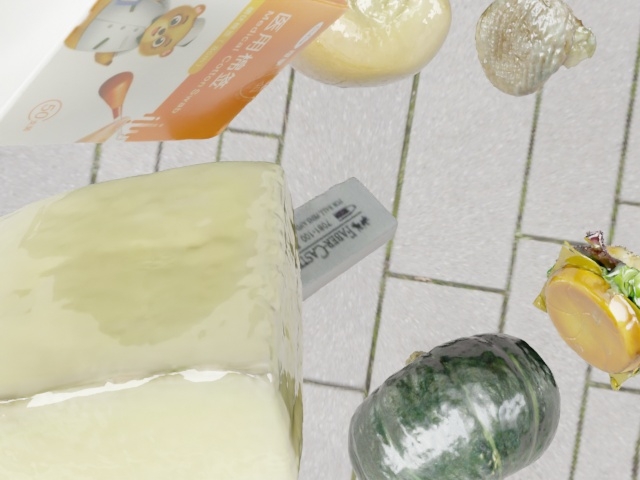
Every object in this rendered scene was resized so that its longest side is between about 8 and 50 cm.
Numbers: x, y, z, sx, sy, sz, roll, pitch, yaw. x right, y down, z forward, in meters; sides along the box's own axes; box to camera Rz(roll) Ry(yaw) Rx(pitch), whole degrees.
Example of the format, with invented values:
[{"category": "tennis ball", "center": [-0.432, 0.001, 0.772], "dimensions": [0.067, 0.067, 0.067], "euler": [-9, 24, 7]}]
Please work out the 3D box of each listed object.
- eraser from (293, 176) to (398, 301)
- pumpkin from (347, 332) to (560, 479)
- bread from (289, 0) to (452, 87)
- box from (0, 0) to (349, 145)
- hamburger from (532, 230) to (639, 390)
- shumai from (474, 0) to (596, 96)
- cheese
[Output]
[{"category": "eraser", "center": [0.000, 0.000, 1.316], "dimensions": [0.111, 0.352, 0.077], "euler": [46, 133, 11]}, {"category": "pumpkin", "center": [0.127, 0.174, 0.838], "dimensions": [0.212, 0.211, 0.152], "euler": [-26, 77, 1]}, {"category": "bread", "center": [0.063, -0.434, 1.750], "dimensions": [0.348, 0.376, 0.252], "euler": [4, 101, -17]}, {"category": "box", "center": [-0.155, -0.207, 0.785], "dimensions": [0.225, 0.341, 0.143], "euler": [-39, 79, 27]}, {"category": "hamburger", "center": [0.321, 0.070, 0.955], "dimensions": [0.093, 0.189, 0.164], "euler": [-32, 75, -17]}, {"category": "shumai", "center": [0.362, -0.344, 1.448], "dimensions": [0.153, 0.209, 0.161], "euler": [-31, 60, -25]}, {"category": "cheese", "center": [-0.134, 0.060, 0.588], "dimensions": [0.243, 0.265, 0.123], "euler": [-8, 122, 3]}]
